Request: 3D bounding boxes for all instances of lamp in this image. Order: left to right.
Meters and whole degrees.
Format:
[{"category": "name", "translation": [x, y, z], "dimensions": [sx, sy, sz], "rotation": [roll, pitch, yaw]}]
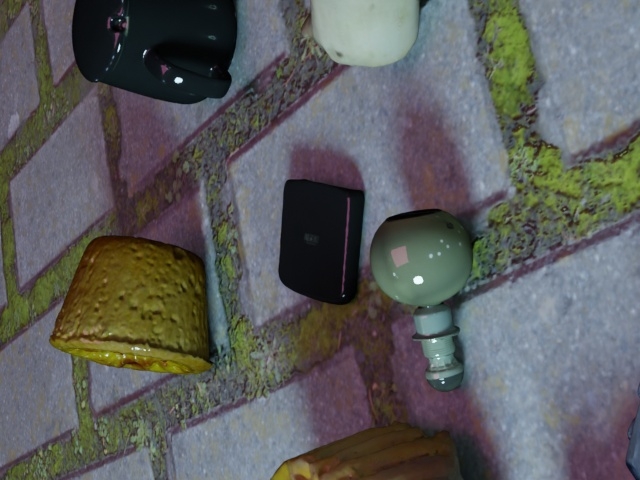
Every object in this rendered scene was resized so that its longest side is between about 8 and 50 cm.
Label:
[{"category": "lamp", "translation": [0.097, 0.055, 0.925], "dimensions": [0.091, 0.091, 0.163], "rotation": [-1, 104, 55]}]

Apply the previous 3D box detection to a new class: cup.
[{"category": "cup", "translation": [-0.192, -0.242, 1.258], "dimensions": [0.223, 0.176, 0.169], "rotation": [52, 126, 43]}]

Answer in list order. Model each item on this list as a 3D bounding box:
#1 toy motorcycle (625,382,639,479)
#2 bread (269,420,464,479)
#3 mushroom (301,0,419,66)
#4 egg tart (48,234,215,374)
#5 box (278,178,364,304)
[{"category": "toy motorcycle", "translation": [0.224, 0.213, 0.713], "dimensions": [0.159, 0.106, 0.270], "rotation": [21, 109, 47]}, {"category": "bread", "translation": [0.048, 0.300, 0.919], "dimensions": [0.274, 0.149, 0.274], "rotation": [-3, 87, 61]}, {"category": "mushroom", "translation": [0.035, -0.322, 0.910], "dimensions": [0.314, 0.314, 0.336], "rotation": [54, 160, 41]}, {"category": "egg tart", "translation": [-0.220, 0.081, 1.290], "dimensions": [0.202, 0.202, 0.147], "rotation": [-10, 65, 54]}, {"category": "box", "translation": [0.000, 0.000, 1.106], "dimensions": [0.126, 0.027, 0.125], "rotation": [15, 103, 53]}]
